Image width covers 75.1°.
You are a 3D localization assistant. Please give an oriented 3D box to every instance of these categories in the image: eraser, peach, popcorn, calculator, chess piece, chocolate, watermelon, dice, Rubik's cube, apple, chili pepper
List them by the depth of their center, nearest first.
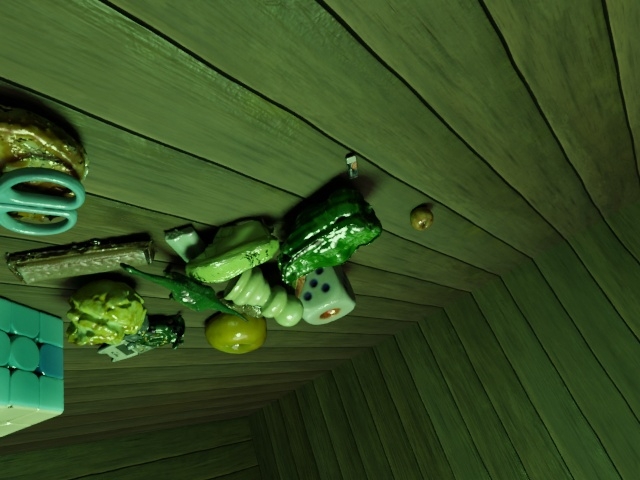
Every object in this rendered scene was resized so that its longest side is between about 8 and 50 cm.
[{"bbox_3d":[-0.581,0.053,1.032,0.329,0.065,0.102,-10,150,-17],"label":"chocolate"},{"bbox_3d":[-0.902,0.348,1.092,0.291,0.290,0.292,-22,151,2],"label":"Rubik's cube"},{"bbox_3d":[0.083,-0.192,1.095,0.027,0.019,0.099,-20,151,-1],"label":"eraser"},{"bbox_3d":[-0.599,0.204,1.167,0.204,0.184,0.221,-1,161,-9],"label":"popcorn"},{"bbox_3d":[-0.006,-0.009,1.199,0.385,0.167,0.213,-36,144,28],"label":"chili pepper"},{"bbox_3d":[-0.167,0.184,1.334,0.251,0.144,0.144,34,128,-17],"label":"chess piece"},{"bbox_3d":[-0.096,0.124,1.412,0.069,0.163,0.087,10,169,17],"label":"watermelon"},{"bbox_3d":[0.343,-0.075,1.418,0.084,0.071,0.084,-16,143,-13],"label":"apple"},{"bbox_3d":[0.007,0.185,1.517,0.194,0.192,0.193,-29,149,11],"label":"dice"},{"bbox_3d":[-0.673,0.381,1.561,0.268,0.040,0.177,-16,151,-11],"label":"calculator"},{"bbox_3d":[-0.332,0.362,1.655,0.251,0.153,0.251,-2,145,-2],"label":"peach"}]

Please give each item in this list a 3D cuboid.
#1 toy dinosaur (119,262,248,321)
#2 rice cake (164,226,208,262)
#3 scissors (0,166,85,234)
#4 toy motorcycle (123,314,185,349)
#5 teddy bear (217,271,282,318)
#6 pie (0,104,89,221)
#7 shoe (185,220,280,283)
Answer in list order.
[{"bbox_3d":[-0.340,0.146,1.140,0.447,0.087,0.301,28,162,-28],"label":"toy dinosaur"},{"bbox_3d":[-0.351,0.029,1.167,0.080,0.042,0.222,-19,151,-1],"label":"rice cake"},{"bbox_3d":[-0.620,-0.080,0.636,0.447,0.029,0.192,7,148,-39],"label":"scissors"},{"bbox_3d":[-0.572,0.306,1.417,0.187,0.125,0.275,-22,150,10],"label":"toy motorcycle"},{"bbox_3d":[-0.225,0.206,1.462,0.251,0.129,0.182,-34,160,20],"label":"teddy bear"},{"bbox_3d":[-0.554,-0.128,0.713,0.308,0.085,0.308,-16,152,-9],"label":"pie"},{"bbox_3d":[-0.243,0.036,1.158,0.262,0.128,0.140,-20,141,-6],"label":"shoe"}]
